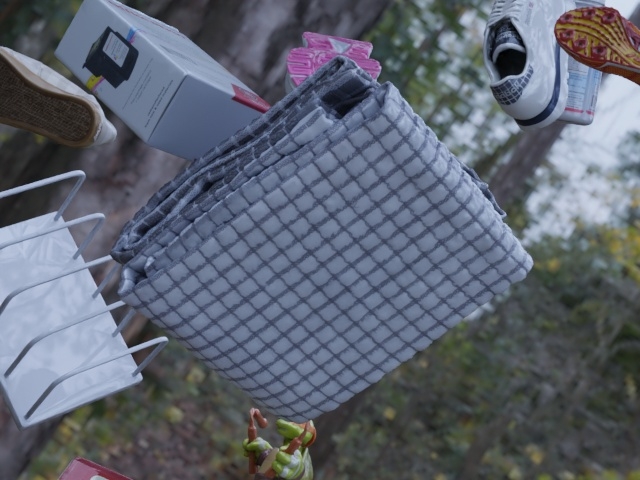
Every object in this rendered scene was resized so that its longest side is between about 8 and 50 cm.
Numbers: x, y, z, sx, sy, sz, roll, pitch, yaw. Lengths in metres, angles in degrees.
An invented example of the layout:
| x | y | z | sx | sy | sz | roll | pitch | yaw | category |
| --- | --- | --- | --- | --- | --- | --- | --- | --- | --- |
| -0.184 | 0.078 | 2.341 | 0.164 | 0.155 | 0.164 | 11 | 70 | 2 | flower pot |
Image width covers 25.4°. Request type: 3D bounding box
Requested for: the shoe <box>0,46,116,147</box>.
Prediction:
| x | y | z | sx | sy | sz | roll | pitch | yaw | category |
| --- | --- | --- | --- | --- | --- | --- | --- | --- | --- |
| -0.313 | -0.154 | 1.534 | 0.219 | 0.077 | 0.058 | 29 | 13 | 22 | shoe |

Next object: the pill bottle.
| x | y | z | sx | sy | sz | roll | pitch | yaw | category |
| --- | --- | --- | --- | --- | --- | --- | --- | --- | --- |
| 0.296 | -0.222 | 1.699 | 0.087 | 0.160 | 0.087 | 10 | 3 | 0 | pill bottle |

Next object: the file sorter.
| x | y | z | sx | sy | sz | roll | pitch | yaw | category |
| --- | --- | --- | --- | --- | --- | --- | --- | --- | --- |
| -0.356 | 0.075 | 1.909 | 0.278 | 0.192 | 0.173 | 62 | -36 | 11 | file sorter |

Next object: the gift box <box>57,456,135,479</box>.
| x | y | z | sx | sy | sz | roll | pitch | yaw | category |
| --- | --- | --- | --- | --- | --- | --- | --- | --- | --- |
| -0.154 | 0.368 | 1.213 | 0.255 | 0.276 | 0.258 | 25 | -47 | 15 | gift box |

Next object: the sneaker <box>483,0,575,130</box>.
| x | y | z | sx | sy | sz | roll | pitch | yaw | category |
| --- | --- | --- | --- | --- | --- | --- | --- | --- | --- |
| 0.228 | -0.241 | 1.601 | 0.090 | 0.235 | 0.095 | -26 | -41 | 35 | sneaker |

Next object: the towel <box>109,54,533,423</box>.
| x | y | z | sx | sy | sz | roll | pitch | yaw | category |
| --- | --- | --- | --- | --- | --- | --- | --- | --- | --- |
| 0.000 | 0.000 | 1.202 | 0.235 | 0.283 | 0.121 | 43 | 18 | -32 | towel |

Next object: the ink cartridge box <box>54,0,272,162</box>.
| x | y | z | sx | sy | sz | roll | pitch | yaw | category |
| --- | --- | --- | --- | --- | --- | --- | --- | --- | --- |
| -0.137 | -0.139 | 1.268 | 0.127 | 0.072 | 0.175 | 19 | 17 | -47 | ink cartridge box |

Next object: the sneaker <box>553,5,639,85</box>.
| x | y | z | sx | sy | sz | roll | pitch | yaw | category |
| --- | --- | --- | --- | --- | --- | --- | --- | --- | --- |
| 0.290 | -0.162 | 1.298 | 0.175 | 0.064 | 0.067 | 29 | -14 | 29 | sneaker |

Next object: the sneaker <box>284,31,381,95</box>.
| x | y | z | sx | sy | sz | roll | pitch | yaw | category |
| --- | --- | --- | --- | --- | --- | --- | --- | --- | --- |
| 0.011 | -0.156 | 1.567 | 0.103 | 0.111 | 0.252 | 11 | 17 | 3 | sneaker |

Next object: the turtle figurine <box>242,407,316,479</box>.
| x | y | z | sx | sy | sz | roll | pitch | yaw | category |
| --- | --- | --- | --- | --- | --- | --- | --- | --- | --- |
| -0.054 | 0.274 | 1.535 | 0.087 | 0.217 | 0.269 | 24 | -11 | -11 | turtle figurine |
